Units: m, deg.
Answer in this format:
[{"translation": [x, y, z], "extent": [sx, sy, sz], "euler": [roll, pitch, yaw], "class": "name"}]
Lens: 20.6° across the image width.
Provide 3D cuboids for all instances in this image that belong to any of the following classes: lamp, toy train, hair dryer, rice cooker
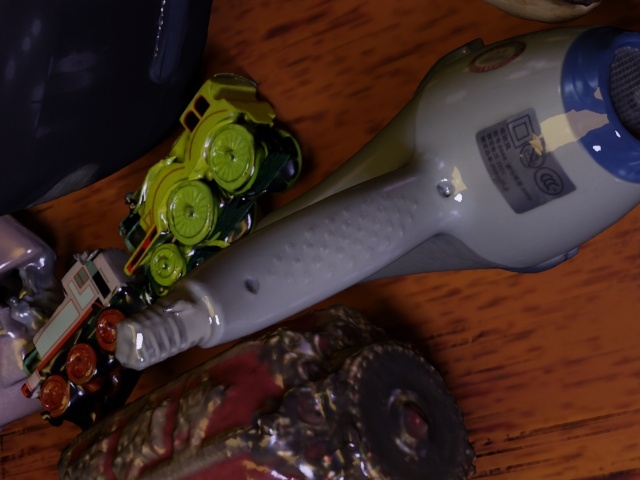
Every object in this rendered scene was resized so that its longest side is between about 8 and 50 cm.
[{"translation": [-0.040, 0.145, 1.012], "extent": [0.274, 0.177, 0.177], "euler": [-30, 83, 42], "class": "lamp"}, {"translation": [-0.103, 0.015, 1.067], "extent": [0.249, 0.053, 0.085], "euler": [-52, 59, 23], "class": "toy train"}, {"translation": [0.006, -0.002, 0.888], "extent": [0.119, 0.298, 0.296], "euler": [66, 162, 1], "class": "hair dryer"}, {"translation": [-0.207, -0.144, 1.024], "extent": [0.267, 0.224, 0.267], "euler": [10, 107, 37], "class": "rice cooker"}]

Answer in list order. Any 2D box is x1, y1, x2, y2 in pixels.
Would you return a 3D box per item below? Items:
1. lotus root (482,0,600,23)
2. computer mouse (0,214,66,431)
[{"translation": [0.067, -0.194, 0.876], "extent": [0.258, 0.097, 0.110], "euler": [43, 118, 31], "class": "lotus root"}, {"translation": [-0.285, 0.069, 1.226], "extent": [0.389, 0.115, 0.199], "euler": [-22, 100, 25], "class": "computer mouse"}]
